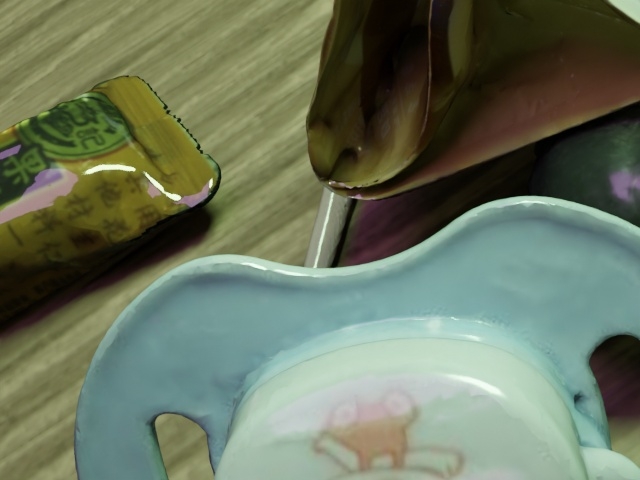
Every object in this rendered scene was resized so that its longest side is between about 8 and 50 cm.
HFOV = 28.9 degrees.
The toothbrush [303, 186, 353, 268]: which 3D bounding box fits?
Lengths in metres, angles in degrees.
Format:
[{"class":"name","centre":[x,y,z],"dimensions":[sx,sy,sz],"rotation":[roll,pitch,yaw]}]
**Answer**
[{"class":"toothbrush","centre":[0.000,0.000,0.725],"dimensions":[0.029,0.025,0.307],"rotation":[-6,54,32]}]

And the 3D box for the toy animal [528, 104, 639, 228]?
[{"class":"toy animal","centre":[0.245,-0.049,0.536],"dimensions":[0.343,0.106,0.168],"rotation":[-10,46,39]}]

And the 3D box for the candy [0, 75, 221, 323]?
[{"class":"candy","centre":[-0.201,-0.012,0.786],"dimensions":[0.271,0.101,0.143],"rotation":[-30,54,-4]}]

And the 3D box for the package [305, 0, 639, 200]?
[{"class":"package","centre":[0.090,-0.197,0.661],"dimensions":[0.221,0.165,0.311],"rotation":[-19,31,34]}]

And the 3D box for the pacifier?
[{"class":"pacifier","centre":[0.047,0.086,0.560],"dimensions":[0.287,0.238,0.226],"rotation":[-14,20,14]}]
